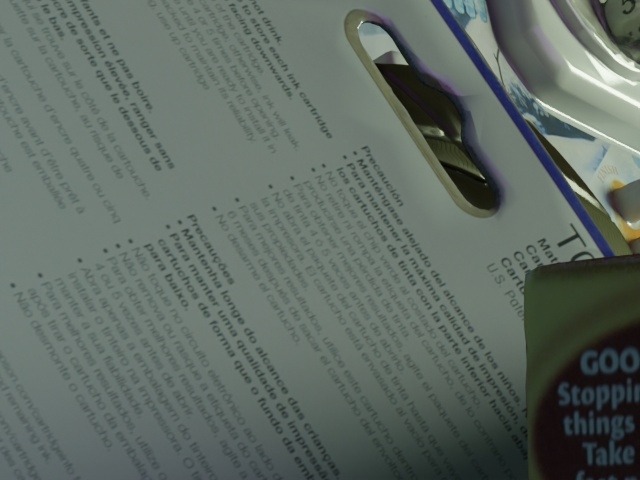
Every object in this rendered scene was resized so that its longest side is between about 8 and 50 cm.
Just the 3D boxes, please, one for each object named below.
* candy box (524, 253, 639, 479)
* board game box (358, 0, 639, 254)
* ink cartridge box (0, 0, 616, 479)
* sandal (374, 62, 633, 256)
[{"bbox_3d":[0.119,0.165,0.386,0.183,0.087,0.316,11,78,-59],"label":"candy box"},{"bbox_3d":[0.114,-0.102,0.750,0.390,0.050,0.390,53,33,-9],"label":"board game box"},{"bbox_3d":[-0.038,0.001,0.412,0.224,0.045,0.223,-22,76,-43],"label":"ink cartridge box"},{"bbox_3d":[0.000,0.000,0.516,0.219,0.060,0.090,0,58,-37],"label":"sandal"}]
